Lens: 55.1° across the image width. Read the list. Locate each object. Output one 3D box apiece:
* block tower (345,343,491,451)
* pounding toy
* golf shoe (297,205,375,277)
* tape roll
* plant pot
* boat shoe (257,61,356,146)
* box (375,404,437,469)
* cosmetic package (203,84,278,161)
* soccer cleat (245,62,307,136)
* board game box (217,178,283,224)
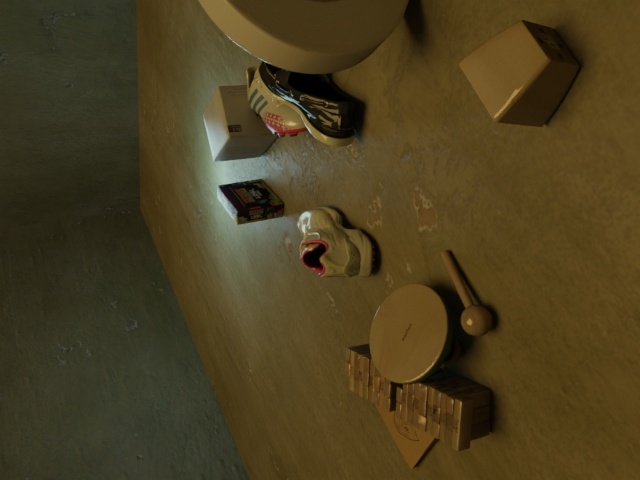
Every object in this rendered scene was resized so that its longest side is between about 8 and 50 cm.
[{"bbox_3d":[0.178,0.284,1.168,0.335,0.097,0.091,14,106,58],"label":"block tower"},{"bbox_3d":[0.208,0.163,1.116,0.237,0.110,0.183,-45,42,25],"label":"pounding toy"},{"bbox_3d":[0.000,0.000,1.406,0.306,0.140,0.115,35,131,57],"label":"golf shoe"},{"bbox_3d":[-0.031,-0.468,1.011,0.072,0.391,0.392,-29,73,64],"label":"tape roll"},{"bbox_3d":[0.272,-0.226,0.815,0.096,0.109,0.109,-48,56,44],"label":"plant pot"},{"bbox_3d":[-0.030,-0.343,1.351,0.340,0.127,0.113,55,144,38],"label":"boat shoe"},{"bbox_3d":[0.188,0.365,1.292,0.164,0.021,0.201,60,148,34],"label":"box"},{"bbox_3d":[-0.225,-0.328,1.724,0.183,0.151,0.152,-32,70,62],"label":"cosmetic package"},{"bbox_3d":[-0.110,-0.352,1.502,0.331,0.116,0.143,40,150,55],"label":"soccer cleat"},{"bbox_3d":[-0.204,-0.115,1.773,0.170,0.141,0.048,47,139,47],"label":"board game box"}]
